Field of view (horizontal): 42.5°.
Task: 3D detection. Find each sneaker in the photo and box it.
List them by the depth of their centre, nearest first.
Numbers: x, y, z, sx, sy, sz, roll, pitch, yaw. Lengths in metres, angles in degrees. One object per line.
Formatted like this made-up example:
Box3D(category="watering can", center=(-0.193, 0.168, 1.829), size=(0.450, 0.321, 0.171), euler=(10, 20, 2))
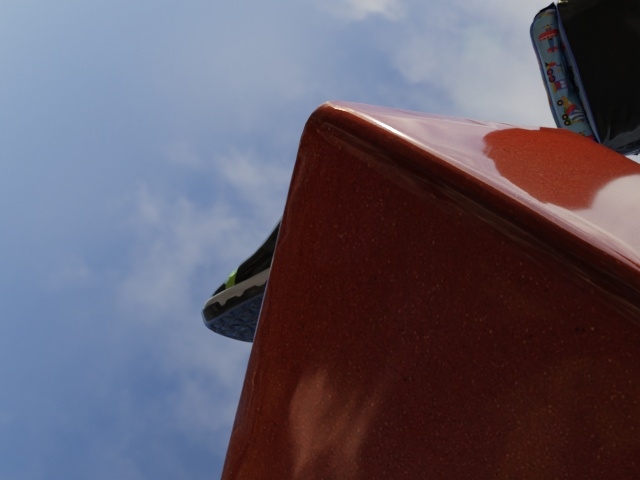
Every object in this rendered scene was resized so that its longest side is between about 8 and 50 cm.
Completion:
Box3D(category="sneaker", center=(0.000, 0.000, 0.676), size=(0.234, 0.084, 0.097), euler=(-32, -132, 20))

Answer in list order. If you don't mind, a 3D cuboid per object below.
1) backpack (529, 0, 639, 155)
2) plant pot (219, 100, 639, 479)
Box3D(category="backpack", center=(0.276, -0.151, 0.752), size=(0.116, 0.173, 0.158), euler=(-18, -93, 27))
Box3D(category="plant pot", center=(0.134, 0.096, 0.432), size=(0.235, 0.267, 0.267), euler=(28, -69, 39))
